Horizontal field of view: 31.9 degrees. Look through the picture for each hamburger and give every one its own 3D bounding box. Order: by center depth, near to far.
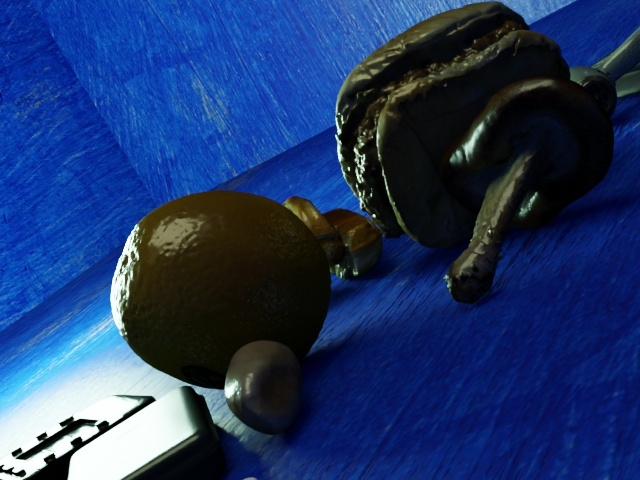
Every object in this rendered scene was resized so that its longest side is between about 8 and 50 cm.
[{"bbox_3d":[0.153,-0.133,1.294,0.283,0.259,0.144,-26,39,-24],"label":"hamburger"}]

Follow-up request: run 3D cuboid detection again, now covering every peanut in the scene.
[{"bbox_3d":[-0.053,0.140,1.053,0.076,0.076,0.152,-30,9,2],"label":"peanut"}]

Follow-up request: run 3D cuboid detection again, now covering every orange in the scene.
[{"bbox_3d":[-0.105,0.054,1.206,0.236,0.236,0.236,-30,10,6],"label":"orange"}]

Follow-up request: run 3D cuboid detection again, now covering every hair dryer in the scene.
[{"bbox_3d":[0.391,-0.238,1.529,0.267,0.092,0.229,-43,7,-16],"label":"hair dryer"}]

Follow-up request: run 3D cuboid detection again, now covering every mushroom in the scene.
[{"bbox_3d":[0.186,-0.035,1.104,0.217,0.148,0.227,-64,1,-37],"label":"mushroom"}]

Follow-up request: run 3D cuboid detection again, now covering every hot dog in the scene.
[{"bbox_3d":[0.000,0.000,1.514,0.135,0.100,0.337,14,2,-8],"label":"hot dog"}]

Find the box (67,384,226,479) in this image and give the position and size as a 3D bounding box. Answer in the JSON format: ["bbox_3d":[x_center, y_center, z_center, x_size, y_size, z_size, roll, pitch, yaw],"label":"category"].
[{"bbox_3d":[-0.173,0.217,1.095,0.160,0.050,0.230,-32,9,-7],"label":"box"}]

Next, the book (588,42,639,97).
[{"bbox_3d":[0.565,-0.323,1.658,0.428,0.039,0.300,-34,10,-18],"label":"book"}]

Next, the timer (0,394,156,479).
[{"bbox_3d":[-0.284,0.242,1.301,0.187,0.055,0.144,-30,12,-32],"label":"timer"}]

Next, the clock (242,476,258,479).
[{"bbox_3d":[-0.033,0.217,0.592,0.275,0.080,0.290,-28,11,11],"label":"clock"}]
